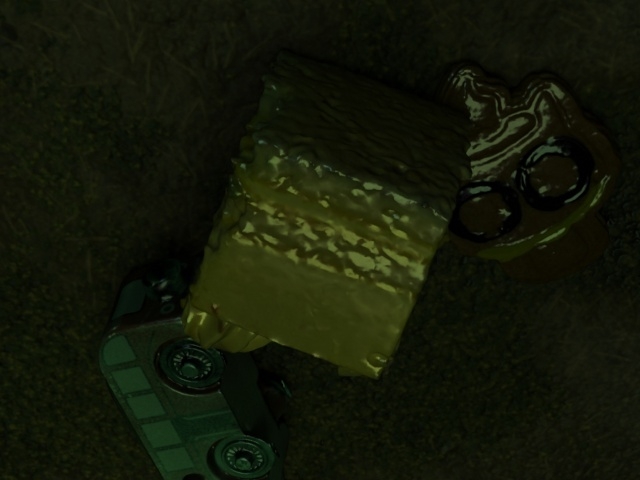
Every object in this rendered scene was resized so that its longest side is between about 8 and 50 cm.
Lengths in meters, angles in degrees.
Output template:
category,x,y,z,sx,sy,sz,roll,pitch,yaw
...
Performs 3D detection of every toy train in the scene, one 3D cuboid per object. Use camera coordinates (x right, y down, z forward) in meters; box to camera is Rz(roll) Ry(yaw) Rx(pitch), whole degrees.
category,x,y,z,sx,sy,sz,roll,pitch,yaw
toy train,-0.141,0.160,1.588,0.159,0.129,0.326,-14,124,15

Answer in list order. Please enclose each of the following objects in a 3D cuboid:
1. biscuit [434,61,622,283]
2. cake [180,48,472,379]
category,x,y,z,sx,sy,sz,roll,pitch,yaw
biscuit,0.209,-0.068,1.494,0.208,0.041,0.290,-28,121,15
cake,0.000,0.000,1.407,0.227,0.222,0.286,20,121,1
